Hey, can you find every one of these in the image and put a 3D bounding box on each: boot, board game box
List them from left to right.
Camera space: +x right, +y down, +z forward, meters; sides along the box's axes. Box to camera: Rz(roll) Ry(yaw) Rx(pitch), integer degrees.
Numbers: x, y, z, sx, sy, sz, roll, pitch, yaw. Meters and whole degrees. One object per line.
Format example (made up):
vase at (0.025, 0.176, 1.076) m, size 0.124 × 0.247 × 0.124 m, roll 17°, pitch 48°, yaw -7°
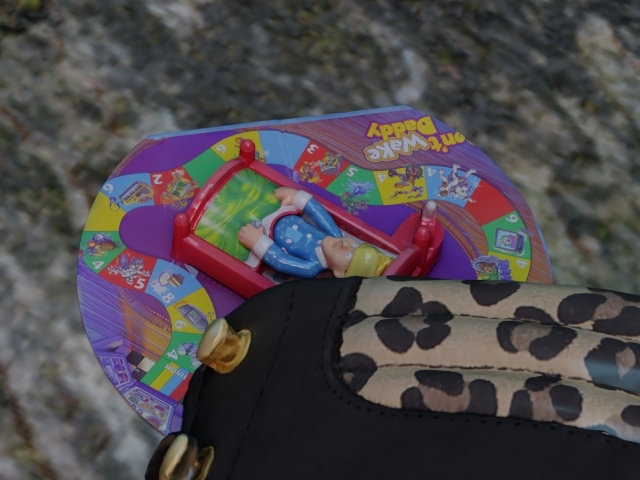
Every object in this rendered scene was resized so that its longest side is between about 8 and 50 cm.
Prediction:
boot at (-0.055, 0.141, 0.383) m, size 0.377 × 0.138 × 0.284 m, roll -9°, pitch 32°, yaw 24°
board game box at (0.000, 0.000, 0.563) m, size 0.168 × 0.033 × 0.133 m, roll -7°, pitch 57°, yaw -11°
